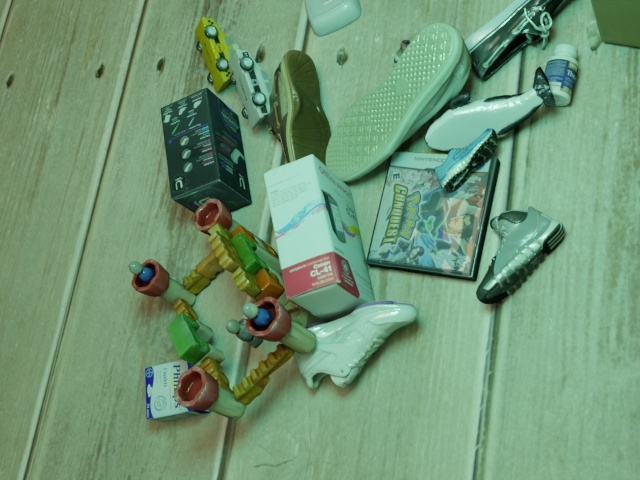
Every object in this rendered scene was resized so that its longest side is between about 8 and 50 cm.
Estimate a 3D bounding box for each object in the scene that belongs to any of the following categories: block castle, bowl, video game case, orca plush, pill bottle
[{"bbox_3d":[-0.233,0.134,1.718,0.303,0.213,0.453,-43,44,8],"label":"block castle"},{"bbox_3d":[0.024,-0.610,2.006,0.142,0.053,0.142,-22,65,18],"label":"bowl"},{"bbox_3d":[0.245,-0.061,1.712,0.248,0.035,0.275,7,76,28],"label":"video game case"},{"bbox_3d":[0.362,-0.289,1.696,0.287,0.151,0.102,-37,19,33],"label":"orca plush"},{"bbox_3d":[0.512,-0.354,1.666,0.067,0.067,0.120,10,78,29],"label":"pill bottle"}]

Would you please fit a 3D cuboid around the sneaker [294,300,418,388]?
[{"bbox_3d":[0.081,0.224,1.662,0.305,0.114,0.152,-25,69,26],"label":"sneaker"}]

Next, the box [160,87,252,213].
[{"bbox_3d":[-0.286,-0.213,1.951,0.143,0.165,0.270,-20,64,18],"label":"box"}]

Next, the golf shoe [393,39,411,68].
[{"bbox_3d":[0.249,-0.387,1.819,0.186,0.067,0.086,44,129,24],"label":"golf shoe"}]

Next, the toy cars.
[{"bbox_3d":[-0.211,-0.441,2.012,0.087,0.176,0.393,-17,43,-26],"label":"toy cars"}]

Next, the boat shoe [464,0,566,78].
[{"bbox_3d":[0.457,-0.475,1.712,0.306,0.113,0.105,-35,67,14],"label":"boat shoe"}]

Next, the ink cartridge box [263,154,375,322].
[{"bbox_3d":[0.000,0.000,1.701,0.131,0.226,0.306,-19,66,19],"label":"ink cartridge box"}]

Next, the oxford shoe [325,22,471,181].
[{"bbox_3d":[0.177,-0.290,1.755,0.449,0.130,0.169,-47,58,29],"label":"oxford shoe"}]

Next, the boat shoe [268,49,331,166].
[{"bbox_3d":[-0.064,-0.292,1.917,0.123,0.123,0.342,-27,67,50],"label":"boat shoe"}]

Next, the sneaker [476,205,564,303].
[{"bbox_3d":[0.377,0.020,1.600,0.229,0.086,0.132,-42,54,-4],"label":"sneaker"}]

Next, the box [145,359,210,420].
[{"bbox_3d":[-0.335,0.350,1.831,0.137,0.072,0.126,-16,67,20],"label":"box"}]

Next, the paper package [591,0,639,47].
[{"bbox_3d":[0.700,-0.497,1.484,0.325,0.309,0.168,20,82,31],"label":"paper package"}]

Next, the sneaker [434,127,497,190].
[{"bbox_3d":[0.306,-0.185,1.668,0.162,0.063,0.073,-43,56,9],"label":"sneaker"}]
